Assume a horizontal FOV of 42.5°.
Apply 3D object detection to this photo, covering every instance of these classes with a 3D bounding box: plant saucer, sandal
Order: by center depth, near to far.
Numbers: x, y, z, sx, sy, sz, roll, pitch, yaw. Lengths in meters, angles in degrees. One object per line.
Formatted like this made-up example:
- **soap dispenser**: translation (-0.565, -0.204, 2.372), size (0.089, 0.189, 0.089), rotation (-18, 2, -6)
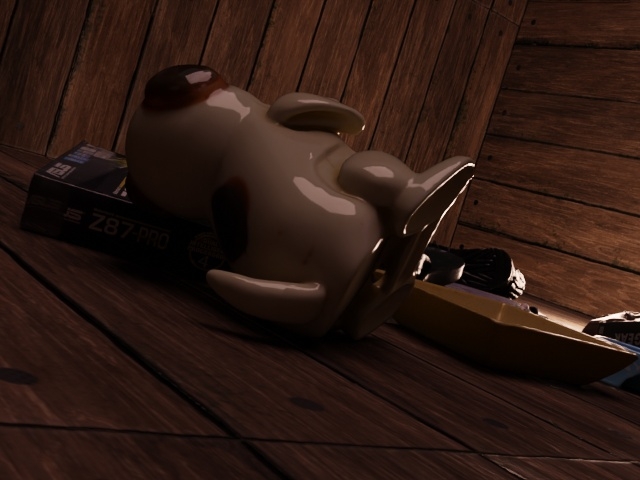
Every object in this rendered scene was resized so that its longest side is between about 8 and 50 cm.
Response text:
- **plant saucer**: translation (0.289, 0.151, 1.364), size (0.333, 0.080, 0.333), rotation (15, 4, -31)
- **sandal**: translation (0.145, 0.041, 1.596), size (0.168, 0.107, 0.446), rotation (20, 19, 27)

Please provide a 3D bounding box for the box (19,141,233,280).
- **box**: translation (-0.289, -0.055, 1.373), size (0.318, 0.097, 0.395), rotation (16, 11, -8)

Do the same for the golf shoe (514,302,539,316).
- **golf shoe**: translation (0.381, 0.161, 1.640), size (0.068, 0.085, 0.186), rotation (21, 6, 35)

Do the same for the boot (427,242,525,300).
- **boot**: translation (0.358, 0.097, 2.182), size (0.348, 0.131, 0.260), rotation (5, -10, 19)

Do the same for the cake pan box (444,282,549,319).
- **cake pan box**: translation (0.367, 0.152, 1.907), size (0.246, 0.070, 0.267), rotation (15, 3, -9)

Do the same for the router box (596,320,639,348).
- **router box**: translation (0.754, 0.230, 1.691), size (0.243, 0.081, 0.309), rotation (15, -10, -11)

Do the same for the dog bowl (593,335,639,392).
- **dog bowl**: translation (0.616, 0.248, 1.480), size (0.297, 0.074, 0.166), rotation (18, 3, 30)

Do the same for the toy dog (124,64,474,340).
- **toy dog**: translation (-0.080, -0.053, 1.089), size (0.408, 0.284, 0.395), rotation (37, 47, 21)

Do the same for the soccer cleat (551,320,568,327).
- **soccer cleat**: translation (0.529, 0.216, 1.739), size (0.179, 0.060, 0.072), rotation (19, 4, -20)

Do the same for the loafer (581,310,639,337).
- **loafer**: translation (0.735, 0.223, 2.013), size (0.130, 0.133, 0.366), rotation (20, 4, 33)
